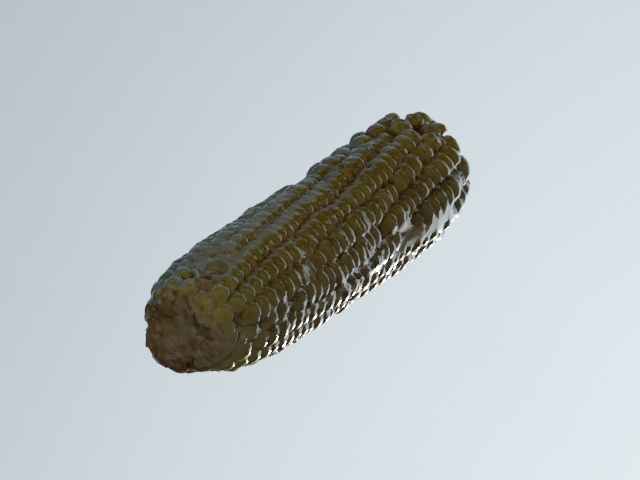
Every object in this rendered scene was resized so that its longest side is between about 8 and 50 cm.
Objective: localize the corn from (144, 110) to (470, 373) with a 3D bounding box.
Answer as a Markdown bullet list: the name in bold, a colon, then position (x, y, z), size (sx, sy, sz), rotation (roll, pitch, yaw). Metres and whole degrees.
- **corn**: position (0.000, 0.000, 1.206), size (0.320, 0.097, 0.097), rotation (-34, -49, -53)
